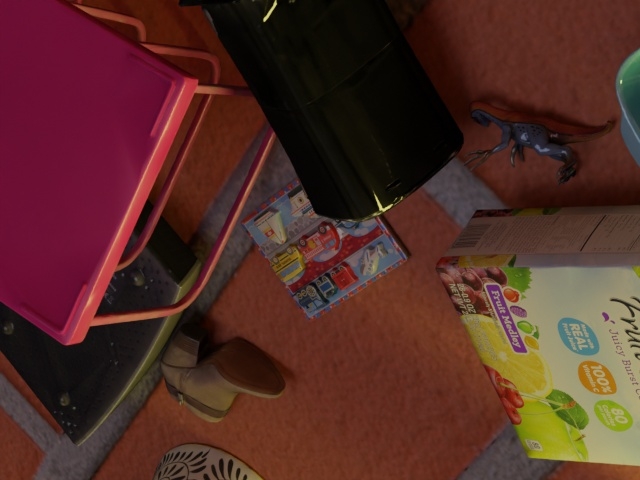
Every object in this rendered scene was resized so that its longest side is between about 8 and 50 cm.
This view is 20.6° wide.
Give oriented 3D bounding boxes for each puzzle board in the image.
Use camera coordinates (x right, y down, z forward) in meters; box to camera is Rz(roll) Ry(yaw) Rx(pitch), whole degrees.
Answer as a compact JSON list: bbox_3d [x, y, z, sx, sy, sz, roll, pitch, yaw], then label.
[{"bbox_3d":[0.000,0.000,1.325,0.096,0.011,0.128,54,136,-1],"label":"puzzle board"}]

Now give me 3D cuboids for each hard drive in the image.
[{"bbox_3d":[-0.195,0.045,1.477,0.172,0.054,0.254,49,137,13],"label":"hard drive"}]

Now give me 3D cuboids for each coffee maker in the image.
[{"bbox_3d":[0.006,-0.104,1.145,0.120,0.171,0.178,-31,112,3],"label":"coffee maker"}]

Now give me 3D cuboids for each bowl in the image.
[{"bbox_3d":[-0.105,0.269,1.534,0.170,0.080,0.170,21,128,30],"label":"bowl"}]

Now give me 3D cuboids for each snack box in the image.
[{"bbox_3d":[0.200,0.063,1.132,0.207,0.070,0.174,-3,127,40],"label":"snack box"}]

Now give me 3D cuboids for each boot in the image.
[{"bbox_3d":[-0.082,0.119,1.453,0.118,0.042,0.087,32,139,22],"label":"boot"}]

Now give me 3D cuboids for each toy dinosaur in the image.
[{"bbox_3d":[0.137,-0.073,1.159,0.090,0.047,0.082,-44,74,13],"label":"toy dinosaur"}]

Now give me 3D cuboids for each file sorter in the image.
[{"bbox_3d":[-0.203,-0.089,1.288,0.291,0.182,0.202,32,105,22],"label":"file sorter"}]

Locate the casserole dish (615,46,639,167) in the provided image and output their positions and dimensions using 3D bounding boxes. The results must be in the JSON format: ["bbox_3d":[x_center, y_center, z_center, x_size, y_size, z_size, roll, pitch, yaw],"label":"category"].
[{"bbox_3d":[0.259,-0.089,1.032,0.188,0.037,0.114,-26,97,45],"label":"casserole dish"}]
